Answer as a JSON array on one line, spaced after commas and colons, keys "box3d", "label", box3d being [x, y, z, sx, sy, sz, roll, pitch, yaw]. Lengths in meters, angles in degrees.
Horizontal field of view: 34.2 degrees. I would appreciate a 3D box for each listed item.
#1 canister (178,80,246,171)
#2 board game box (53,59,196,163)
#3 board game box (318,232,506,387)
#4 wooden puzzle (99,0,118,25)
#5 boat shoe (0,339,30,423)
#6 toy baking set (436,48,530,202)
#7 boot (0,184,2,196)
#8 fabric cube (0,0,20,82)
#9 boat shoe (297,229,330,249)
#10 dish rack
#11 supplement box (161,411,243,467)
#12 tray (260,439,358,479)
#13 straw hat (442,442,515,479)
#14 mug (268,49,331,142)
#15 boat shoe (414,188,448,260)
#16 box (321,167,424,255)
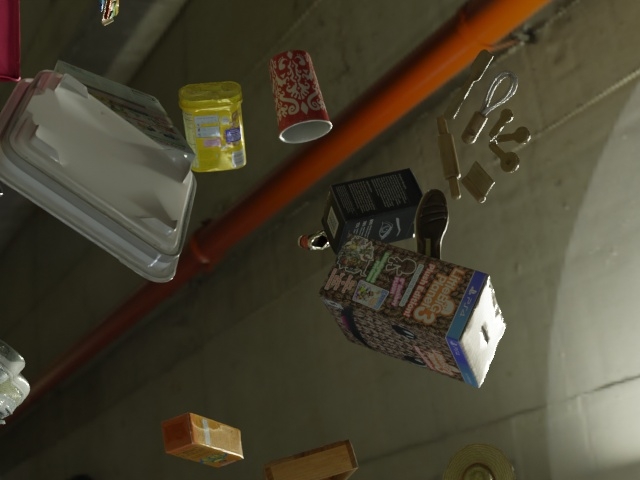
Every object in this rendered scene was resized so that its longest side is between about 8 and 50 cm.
[{"box3d": [-0.215, -0.227, 2.102, 0.073, 0.126, 0.170, -100, -174, -53], "label": "canister"}, {"box3d": [-0.388, -0.216, 1.977, 0.098, 0.224, 0.303, -63, -148, 16], "label": "board game box"}, {"box3d": [0.178, 0.132, 1.973, 0.290, 0.232, 0.141, 17, -112, 26], "label": "board game box"}, {"box3d": [-0.421, -0.472, 2.091, 0.116, 0.014, 0.079, -73, 175, -61], "label": "wooden puzzle"}, {"box3d": [-0.509, 0.220, 1.561, 0.103, 0.118, 0.320, -56, -174, -25], "label": "boat shoe"}, {"box3d": [0.281, -0.195, 1.831, 0.196, 0.030, 0.256, -31, -119, 40], "label": "toy baking set"}, {"box3d": [-0.525, -0.114, 0.967, 0.445, 0.146, 0.367, -24, -78, 40], "label": "boot"}, {"box3d": [-0.600, -0.348, 1.447, 0.258, 0.254, 0.259, 3, -86, 30], "label": "fabric cube"}, {"box3d": [0.000, 0.000, 2.661, 0.043, 0.137, 0.049, 5, -83, 38], "label": "boat shoe"}, {"box3d": [-0.321, -0.113, 1.561, 0.072, 0.332, 0.286, -43, -156, 28], "label": "dish rack"}, {"box3d": [-0.265, 0.455, 2.367, 0.078, 0.233, 0.080, -23, -116, 18], "label": "supplement box"}, {"box3d": [-0.039, 0.565, 2.497, 0.411, 0.202, 0.076, 105, -32, -71], "label": "tray"}, {"box3d": [0.285, 0.440, 1.882, 0.061, 0.144, 0.145, 38, 50, -78], "label": "straw hat"}, {"box3d": [-0.058, -0.298, 2.205, 0.150, 0.113, 0.169, -36, -117, 56], "label": "mug"}, {"box3d": [0.221, -0.014, 2.159, 0.072, 0.068, 0.190, -119, -143, -84], "label": "boat shoe"}, {"box3d": [0.122, -0.066, 2.404, 0.153, 0.207, 0.108, 106, -33, -57], "label": "box"}]
